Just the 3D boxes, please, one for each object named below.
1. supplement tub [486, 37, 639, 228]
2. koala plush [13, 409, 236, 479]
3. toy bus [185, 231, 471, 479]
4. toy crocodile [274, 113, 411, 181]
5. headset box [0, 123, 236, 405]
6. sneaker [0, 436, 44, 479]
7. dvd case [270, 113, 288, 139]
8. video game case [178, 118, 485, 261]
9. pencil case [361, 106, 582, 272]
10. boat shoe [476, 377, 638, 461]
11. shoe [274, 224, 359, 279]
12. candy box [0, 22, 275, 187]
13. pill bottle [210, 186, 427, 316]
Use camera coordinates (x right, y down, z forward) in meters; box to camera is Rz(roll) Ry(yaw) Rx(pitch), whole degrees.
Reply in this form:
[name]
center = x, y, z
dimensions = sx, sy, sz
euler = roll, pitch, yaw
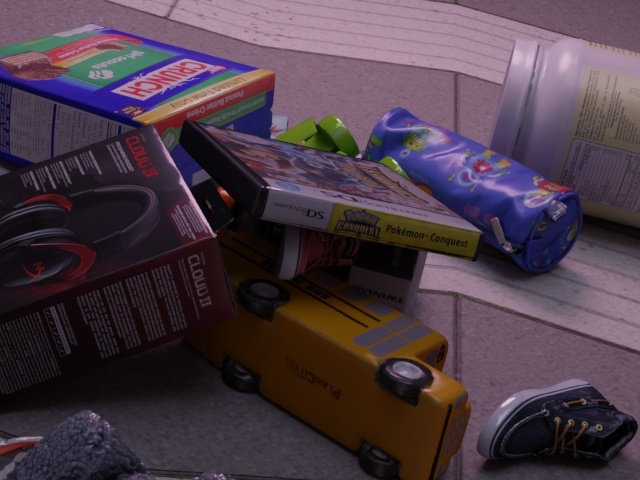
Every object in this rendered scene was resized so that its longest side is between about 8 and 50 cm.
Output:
[supplement tub]
center = 0.401, -0.144, 1.955
dimensions = 0.325, 0.235, 0.235
euler = 14, 27, 4
[koala plush]
center = -0.156, 0.278, 1.003
dimensions = 0.196, 0.203, 0.221
euler = 18, 47, 31
[toy bus]
center = 0.008, 0.112, 1.431
dimensions = 0.333, 0.108, 0.130
euler = 28, 29, 29
[toy crocodile]
center = 0.032, -0.062, 1.797
dimensions = 0.115, 0.105, 0.340
euler = -38, 41, -7
[headset box]
center = -0.230, 0.015, 1.390
dimensions = 0.293, 0.110, 0.218
euler = -20, 40, -11
[sneaker]
center = -0.277, 0.209, 1.199
dimensions = 0.158, 0.061, 0.065
euler = -5, 58, -29
[dvd case]
center = -0.091, -0.156, 2.020
dimensions = 0.087, 0.013, 0.119
euler = 11, 27, -2
[video game case]
center = 0.004, -0.057, 1.491
dimensions = 0.248, 0.035, 0.275
euler = 11, 14, -24
[pencil case]
center = 0.188, -0.063, 1.838
dimensions = 0.306, 0.119, 0.133
euler = 29, 42, 30
[boat shoe]
center = 0.240, 0.189, 1.423
dimensions = 0.183, 0.065, 0.083
euler = -15, 35, -44
[shoe]
center = 0.000, 0.000, 1.455
dimensions = 0.081, 0.063, 0.178
euler = 12, 16, -3
[candy box]
center = -0.262, -0.169, 1.820
dimensions = 0.317, 0.122, 0.268
euler = 20, 28, 27
[pill bottle]
center = -0.006, 0.007, 1.604
dimensions = 0.246, 0.130, 0.130
euler = 14, 27, 6
